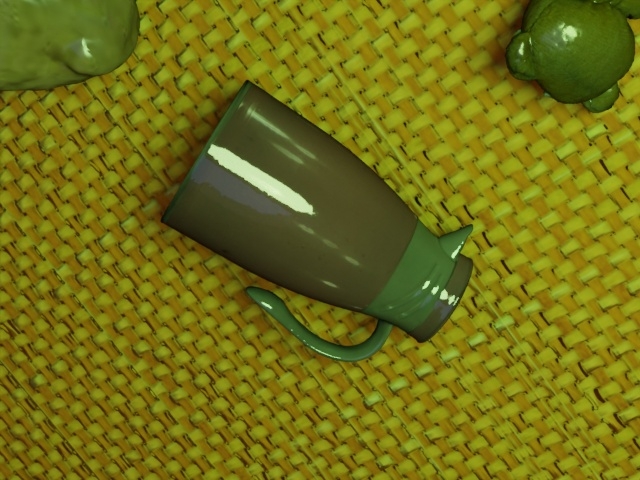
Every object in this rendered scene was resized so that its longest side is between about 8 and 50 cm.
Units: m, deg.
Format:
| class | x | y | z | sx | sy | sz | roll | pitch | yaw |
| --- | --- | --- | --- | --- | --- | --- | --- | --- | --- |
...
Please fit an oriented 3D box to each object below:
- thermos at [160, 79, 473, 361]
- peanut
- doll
| class | x | y | z | sx | sy | sz | roll | pitch | yaw |
| --- | --- | --- | --- | --- | --- | --- | --- | --- | --- |
| thermos | 0.000 | 0.000 | 1.051 | 0.265 | 0.146 | 0.176 | 33 | 108 | -7 |
| peanut | -0.342 | -0.234 | 1.014 | 0.387 | 0.192 | 0.170 | 21 | 117 | -4 |
| doll | 0.220 | -0.214 | 0.956 | 0.137 | 0.097 | 0.210 | 15 | 99 | -27 |
